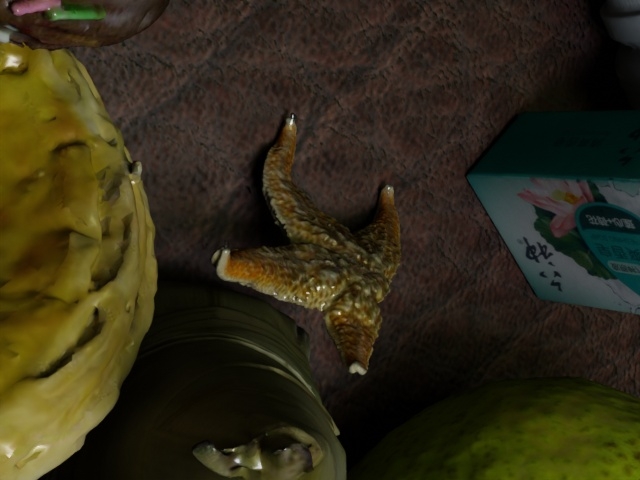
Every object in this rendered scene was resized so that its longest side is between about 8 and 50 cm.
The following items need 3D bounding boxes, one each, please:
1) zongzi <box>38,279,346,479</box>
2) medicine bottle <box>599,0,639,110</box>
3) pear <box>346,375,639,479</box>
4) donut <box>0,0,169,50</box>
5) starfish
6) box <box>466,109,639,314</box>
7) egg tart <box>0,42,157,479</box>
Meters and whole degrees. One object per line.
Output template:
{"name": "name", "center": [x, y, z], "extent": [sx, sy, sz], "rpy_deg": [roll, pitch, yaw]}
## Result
{"name": "zongzi", "center": [-0.073, 0.258, 0.632], "extent": [0.181, 0.418, 0.447], "rpy_deg": [3, 93, -12]}
{"name": "medicine bottle", "center": [0.379, -0.187, 1.002], "extent": [0.245, 0.245, 0.306], "rpy_deg": [-39, 108, -29]}
{"name": "pear", "center": [0.167, 0.272, 0.816], "extent": [0.391, 0.391, 0.391], "rpy_deg": [-3, 95, -37]}
{"name": "donut", "center": [-0.173, -0.214, 0.592], "extent": [0.270, 0.103, 0.269], "rpy_deg": [36, 28, -23]}
{"name": "starfish", "center": [-0.003, 0.000, 0.801], "extent": [0.138, 0.050, 0.247], "rpy_deg": [44, 25, -14]}
{"name": "box", "center": [0.256, -0.021, 0.921], "extent": [0.092, 0.245, 0.153], "rpy_deg": [-48, 118, -23]}
{"name": "egg tart", "center": [-0.264, -0.017, 0.525], "extent": [0.388, 0.169, 0.388], "rpy_deg": [25, 41, -25]}
